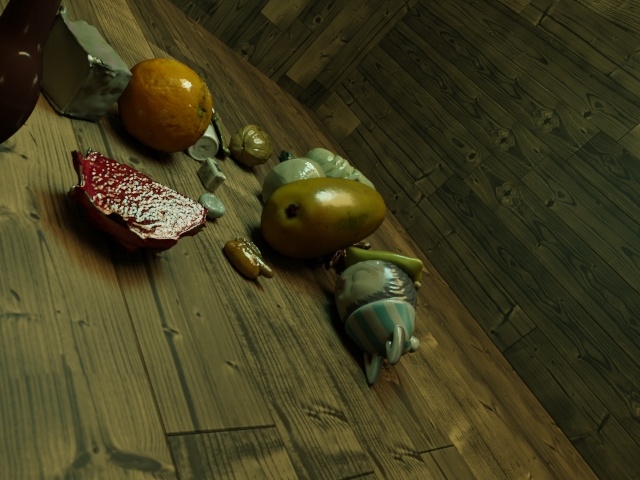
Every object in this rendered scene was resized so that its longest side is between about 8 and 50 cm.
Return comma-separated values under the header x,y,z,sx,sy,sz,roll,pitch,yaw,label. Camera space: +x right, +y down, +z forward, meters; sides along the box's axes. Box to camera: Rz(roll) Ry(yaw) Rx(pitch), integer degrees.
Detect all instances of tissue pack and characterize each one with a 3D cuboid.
x,y,z,sx,sy,sz,roll,pitch,yaw,label
-0.321,-0.193,1.451,0.042,0.062,0.083,20,31,-52,tissue pack

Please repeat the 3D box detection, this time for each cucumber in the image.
x,y,z,sx,sy,sz,roll,pitch,yaw,label
0.001,-0.001,1.676,0.074,0.074,0.241,38,44,-25,cucumber

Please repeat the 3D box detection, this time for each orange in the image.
x,y,z,sx,sy,sz,roll,pitch,yaw,label
-0.416,-0.360,1.325,0.246,0.246,0.246,41,18,-16,orange

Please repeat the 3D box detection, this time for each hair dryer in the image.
x,y,z,sx,sy,sz,roll,pitch,yaw,label
-0.604,-0.356,0.880,0.340,0.312,0.123,32,8,29,hair dryer

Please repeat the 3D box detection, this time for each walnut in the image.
x,y,z,sx,sy,sz,roll,pitch,yaw,label
-0.252,-0.349,1.826,0.155,0.155,0.184,46,15,1,walnut

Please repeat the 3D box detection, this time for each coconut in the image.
x,y,z,sx,sy,sz,roll,pitch,yaw,label
-0.085,-0.174,1.703,0.241,0.241,0.241,41,18,-16,coconut

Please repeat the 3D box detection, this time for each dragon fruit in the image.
x,y,z,sx,sy,sz,roll,pitch,yaw,label
-0.365,-0.040,0.930,0.274,0.126,0.161,28,33,-22,dragon fruit

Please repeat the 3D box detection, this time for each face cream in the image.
x,y,z,sx,sy,sz,roll,pitch,yaw,label
-0.415,-0.394,1.623,0.102,0.102,0.345,30,23,-41,face cream

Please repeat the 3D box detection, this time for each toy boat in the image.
x,y,z,sx,sy,sz,roll,pitch,yaw,label
-0.149,-0.362,2.252,0.055,0.060,0.141,36,23,-33,toy boat

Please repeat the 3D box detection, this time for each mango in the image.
x,y,z,sx,sy,sz,roll,pitch,yaw,label
0.023,-0.071,1.512,0.446,0.300,0.232,-6,74,-44,mango

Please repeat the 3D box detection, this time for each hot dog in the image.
x,y,z,sx,sy,sz,roll,pitch,yaw,label
-0.180,0.048,1.247,0.140,0.060,0.090,55,23,14,hot dog

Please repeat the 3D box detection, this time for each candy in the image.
x,y,z,sx,sy,sz,roll,pitch,yaw,label
-0.563,-0.403,1.160,0.195,0.185,0.137,50,22,12,candy

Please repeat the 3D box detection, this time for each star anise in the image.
x,y,z,sx,sy,sz,roll,pitch,yaw,label
0.060,0.037,1.799,0.272,0.102,0.272,17,49,-21,star anise

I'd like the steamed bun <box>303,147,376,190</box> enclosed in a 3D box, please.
x,y,z,sx,sy,sz,roll,pitch,yaw,label
0.052,-0.209,2.082,0.339,0.247,0.352,38,2,37,steamed bun

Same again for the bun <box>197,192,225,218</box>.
x,y,z,sx,sy,sz,roll,pitch,yaw,label
-0.293,-0.089,1.312,0.083,0.045,0.083,38,21,-18,bun

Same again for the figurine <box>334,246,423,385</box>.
x,y,z,sx,sy,sz,roll,pitch,yaw,label
0.160,0.258,1.450,0.361,0.266,0.377,64,35,-43,figurine

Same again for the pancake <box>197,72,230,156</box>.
x,y,z,sx,sy,sz,roll,pitch,yaw,label
-0.359,-0.419,1.664,0.286,0.033,0.288,-133,-155,-70,pancake
